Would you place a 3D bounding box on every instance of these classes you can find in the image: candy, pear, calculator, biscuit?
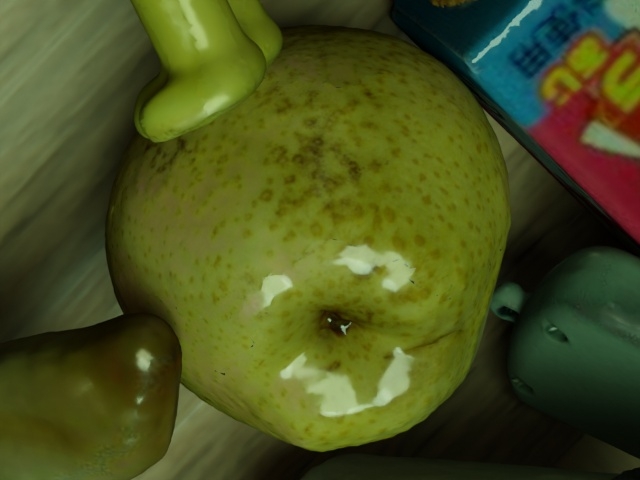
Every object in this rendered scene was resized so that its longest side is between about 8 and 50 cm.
[{"bbox_3d":[0.193,-0.052,0.764,0.157,0.100,0.306,-47,118,4],"label":"candy"},{"bbox_3d":[0.000,0.000,0.683,0.178,0.178,0.178,-7,113,-16],"label":"pear"},{"bbox_3d":[0.186,0.077,0.759,0.246,0.141,0.045,25,68,6],"label":"calculator"},{"bbox_3d":[-0.153,0.079,0.675,0.208,0.047,0.164,16,112,18],"label":"biscuit"}]

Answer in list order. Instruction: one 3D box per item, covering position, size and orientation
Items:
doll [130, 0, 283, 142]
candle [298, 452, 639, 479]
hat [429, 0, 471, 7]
[{"bbox_3d":[-0.097,-0.211,0.542,0.145,0.199,0.363,-21,105,7],"label":"doll"},{"bbox_3d":[0.048,0.184,0.759,0.187,0.330,0.187,1,89,-58],"label":"candle"},{"bbox_3d":[0.042,-0.242,0.591,0.233,0.244,0.233,40,88,-13],"label":"hat"}]
